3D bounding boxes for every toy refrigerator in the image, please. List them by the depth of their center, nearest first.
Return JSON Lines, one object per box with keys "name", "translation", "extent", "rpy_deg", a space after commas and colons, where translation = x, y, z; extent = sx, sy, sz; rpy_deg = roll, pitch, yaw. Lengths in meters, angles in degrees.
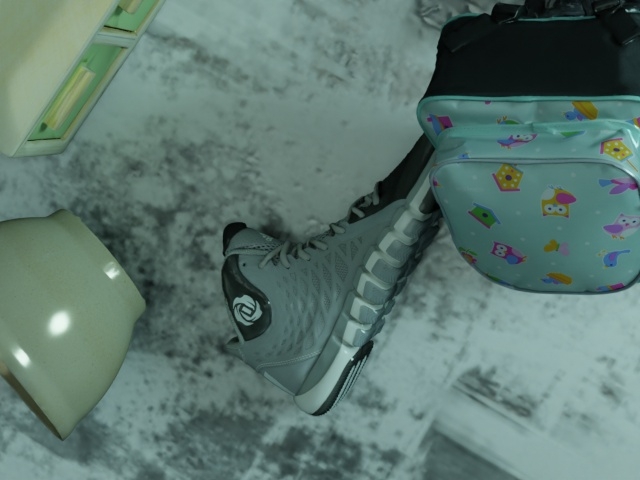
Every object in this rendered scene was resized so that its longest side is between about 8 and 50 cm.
{"name": "toy refrigerator", "translation": [-0.156, -0.189, 1.128], "extent": [0.094, 0.102, 0.269], "rpy_deg": [38, 101, 7]}

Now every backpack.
{"name": "backpack", "translation": [0.158, -0.044, 1.021], "extent": [0.166, 0.188, 0.144], "rpy_deg": [-1, 58, 24]}

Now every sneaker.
{"name": "sneaker", "translation": [0.000, 0.000, 1.119], "extent": [0.132, 0.086, 0.228], "rpy_deg": [30, 101, 11]}

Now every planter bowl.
{"name": "planter bowl", "translation": [-0.195, 0.046, 1.141], "extent": [0.109, 0.162, 0.162], "rpy_deg": [-41, 85, -15]}

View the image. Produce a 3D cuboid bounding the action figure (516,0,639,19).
{"name": "action figure", "translation": [0.112, -0.260, 1.030], "extent": [0.141, 0.164, 0.275], "rpy_deg": [-45, 103, -6]}
